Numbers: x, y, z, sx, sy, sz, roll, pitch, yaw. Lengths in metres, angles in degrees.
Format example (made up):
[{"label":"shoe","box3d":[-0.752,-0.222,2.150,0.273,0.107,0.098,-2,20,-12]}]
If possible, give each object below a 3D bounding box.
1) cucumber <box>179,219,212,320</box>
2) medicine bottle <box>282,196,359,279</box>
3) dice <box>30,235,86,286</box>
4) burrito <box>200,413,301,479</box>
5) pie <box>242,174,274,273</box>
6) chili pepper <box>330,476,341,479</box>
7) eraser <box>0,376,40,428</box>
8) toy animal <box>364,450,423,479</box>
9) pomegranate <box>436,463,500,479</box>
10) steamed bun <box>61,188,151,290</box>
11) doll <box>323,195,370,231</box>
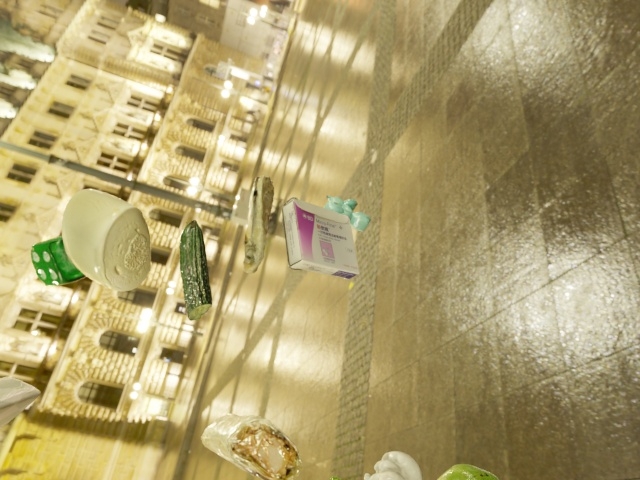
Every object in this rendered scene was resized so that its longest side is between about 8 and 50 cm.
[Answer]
[{"label":"cucumber","box3d":[-0.340,0.077,1.300,0.077,0.077,0.266,136,124,-65]},{"label":"medicine bottle","box3d":[0.000,0.000,1.198,0.052,0.201,0.171,-30,57,39]},{"label":"dice","box3d":[-0.732,0.052,1.383,0.131,0.120,0.129,-35,-66,-57]},{"label":"burrito","box3d":[-0.161,0.449,1.071,0.105,0.143,0.299,-53,14,-29]},{"label":"pie","box3d":[-0.206,-0.053,1.613,0.339,0.077,0.340,-172,90,-84]},{"label":"chili pepper","box3d":[0.063,0.829,1.648,0.030,0.083,0.017,-47,13,-24]},{"label":"eraser","box3d":[-0.650,0.317,0.757,0.213,0.082,0.397,-40,-5,-4]},{"label":"toy animal","box3d":[0.194,0.640,1.216,0.127,0.178,0.193,-48,-1,19]},{"label":"pomegranate","box3d":[0.459,0.831,1.530,0.341,0.260,0.261,118,169,-89]},{"label":"steamed bun","box3d":[-0.537,0.007,1.202,0.155,0.199,0.250,-42,-33,-48]},{"label":"doll","box3d":[0.071,-0.081,1.471,0.059,0.158,0.159,-57,36,25]}]
